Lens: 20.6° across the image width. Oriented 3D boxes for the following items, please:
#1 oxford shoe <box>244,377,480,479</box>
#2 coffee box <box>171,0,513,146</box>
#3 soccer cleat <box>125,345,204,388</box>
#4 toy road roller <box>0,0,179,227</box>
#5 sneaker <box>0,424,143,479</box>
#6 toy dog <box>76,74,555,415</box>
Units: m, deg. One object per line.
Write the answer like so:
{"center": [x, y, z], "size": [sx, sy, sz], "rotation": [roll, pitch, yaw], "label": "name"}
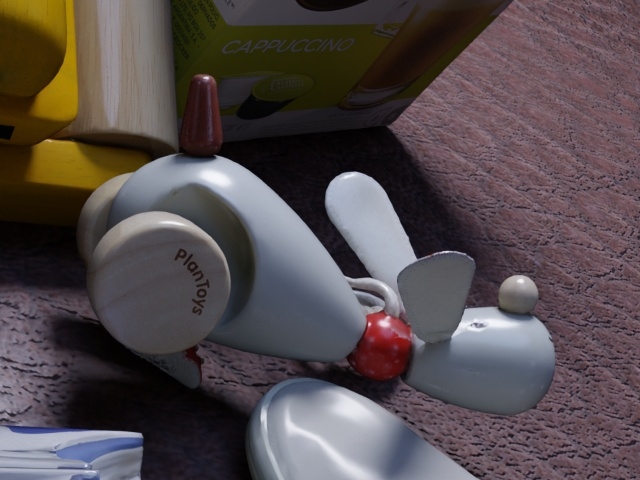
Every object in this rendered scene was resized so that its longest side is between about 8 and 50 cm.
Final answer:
{"center": [0.133, 0.214, 1.011], "size": [0.169, 0.130, 0.449], "rotation": [-14, 47, -45], "label": "oxford shoe"}
{"center": [-0.032, -0.310, 1.406], "size": [0.337, 0.334, 0.338], "rotation": [-11, 64, -48], "label": "coffee box"}
{"center": [-0.106, 0.069, 1.141], "size": [0.035, 0.029, 0.083], "rotation": [-10, 43, -37], "label": "soccer cleat"}
{"center": [-0.205, -0.142, 1.119], "size": [0.329, 0.240, 0.202], "rotation": [7, 71, -37], "label": "toy road roller"}
{"center": [-0.157, 0.182, 0.821], "size": [0.127, 0.182, 0.315], "rotation": [4, 0, -2], "label": "sneaker"}
{"center": [0.000, 0.000, 1.120], "size": [0.333, 0.161, 0.220], "rotation": [11, 13, -39], "label": "toy dog"}
